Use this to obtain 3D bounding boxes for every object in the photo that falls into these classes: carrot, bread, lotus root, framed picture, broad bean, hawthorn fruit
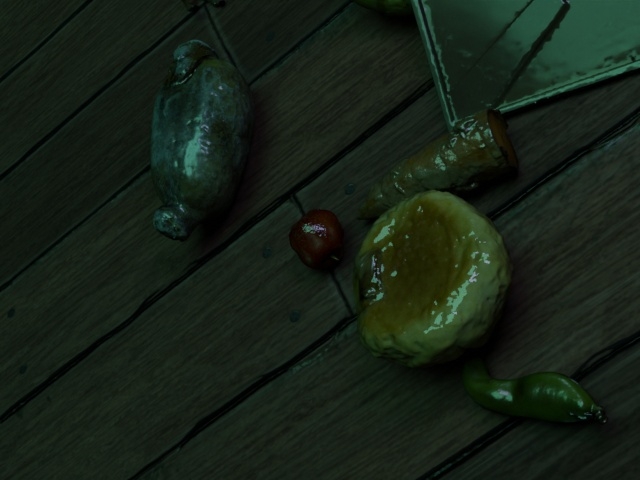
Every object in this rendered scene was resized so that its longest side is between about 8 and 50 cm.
[{"bbox_3d":[0.155,-0.090,1.479,0.263,0.102,0.102,-28,53,29],"label":"carrot"},{"bbox_3d":[0.147,0.061,1.366,0.244,0.134,0.244,-19,55,30],"label":"bread"},{"bbox_3d":[-0.196,-0.157,1.715,0.175,0.175,0.350,-9,65,32],"label":"lotus root"},{"bbox_3d":[0.300,-0.316,1.458,0.335,0.022,0.247,-18,84,27],"label":"framed picture"},{"bbox_3d":[0.258,0.188,1.271,0.213,0.048,0.070,14,76,43],"label":"broad bean"},{"bbox_3d":[0.000,0.000,1.539,0.093,0.093,0.093,-17,58,28],"label":"hawthorn fruit"}]

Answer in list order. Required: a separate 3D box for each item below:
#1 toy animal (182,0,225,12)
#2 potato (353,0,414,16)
[{"bbox_3d":[-0.188,-0.576,1.977,0.243,0.087,0.260,-25,57,21],"label":"toy animal"},{"bbox_3d":[0.134,-0.442,1.634,0.253,0.148,0.186,26,100,40],"label":"potato"}]
